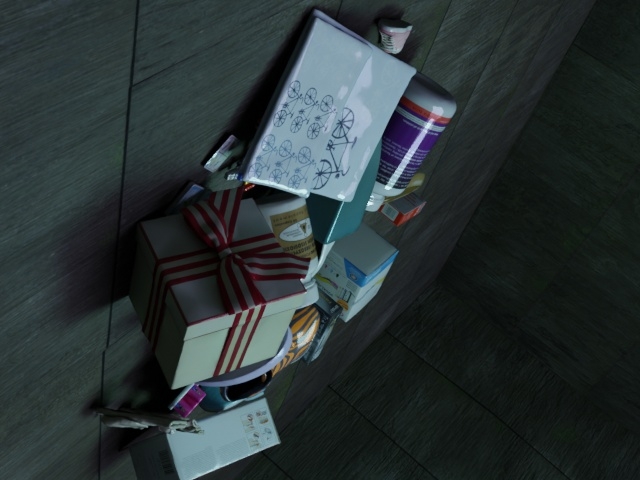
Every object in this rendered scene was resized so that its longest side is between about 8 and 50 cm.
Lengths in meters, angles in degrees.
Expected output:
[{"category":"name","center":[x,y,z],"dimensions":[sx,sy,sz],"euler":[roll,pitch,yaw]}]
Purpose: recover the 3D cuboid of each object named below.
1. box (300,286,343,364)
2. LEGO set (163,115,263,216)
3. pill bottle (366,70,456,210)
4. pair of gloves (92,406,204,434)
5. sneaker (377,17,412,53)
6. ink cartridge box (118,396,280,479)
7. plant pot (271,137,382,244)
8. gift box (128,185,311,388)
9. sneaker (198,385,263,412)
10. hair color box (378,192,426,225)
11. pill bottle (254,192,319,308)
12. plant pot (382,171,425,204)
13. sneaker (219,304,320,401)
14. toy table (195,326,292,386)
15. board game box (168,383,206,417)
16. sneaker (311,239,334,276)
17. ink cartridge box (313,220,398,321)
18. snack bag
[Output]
[{"category":"box","center":[-0.053,0.219,2.311],"dimensions":[0.056,0.183,0.231],"euler":[-34,156,-45]},{"category":"LEGO set","center":[-0.160,-0.113,1.499],"dimensions":[0.244,0.060,0.182],"euler":[-49,165,3]},{"category":"pill bottle","center":[0.164,-0.232,1.906],"dimensions":[0.322,0.181,0.181],"euler":[-58,163,24]},{"category":"pair of gloves","center":[-0.379,0.404,1.808],"dimensions":[0.240,0.204,0.042],"euler":[52,46,-74]},{"category":"sneaker","center":[0.146,-0.418,1.678],"dimensions":[0.134,0.051,0.070],"euler":[-30,149,-62]},{"category":"ink cartridge box","center":[-0.311,0.525,2.074],"dimensions":[0.310,0.130,0.272],"euler":[-12,169,-43]},{"category":"plant pot","center":[0.028,-0.145,1.775],"dimensions":[0.166,0.166,0.234],"euler":[-23,142,-59]},{"category":"gift box","center":[-0.178,0.072,1.455],"dimensions":[0.276,0.255,0.258],"euler":[-20,151,-30]},{"category":"sneaker","center":[-0.240,0.429,2.369],"dimensions":[0.319,0.127,0.208],"euler":[-37,157,-40]},{"category":"hair color box","center":[0.258,-0.112,2.601],"dimensions":[0.167,0.093,0.053],"euler":[-29,154,-53]},{"category":"pill bottle","center":[-0.075,0.023,1.699],"dimensions":[0.131,0.131,0.229],"euler":[-29,111,-54]},{"category":"plant pot","center":[0.181,-0.129,2.243],"dimensions":[0.236,0.032,0.236],"euler":[-19,175,-2]},{"category":"sneaker","center":[-0.117,0.284,1.994],"dimensions":[0.321,0.125,0.180],"euler":[-48,-178,-4]},{"category":"toy table","center":[-0.215,0.198,1.722],"dimensions":[0.274,0.252,0.161],"euler":[-22,142,7]},{"category":"board game box","center":[-0.218,0.266,1.995],"dimensions":[0.390,0.050,0.390],"euler":[-47,-179,-13]},{"category":"sneaker","center":[0.000,0.000,2.106],"dimensions":[0.290,0.106,0.123],"euler":[-57,161,16]},{"category":"ink cartridge box","center":[0.090,0.089,2.438],"dimensions":[0.168,0.171,0.232],"euler":[-38,159,-38]},{"category":"snack bag","center":[0.026,-0.226,1.533],"dimensions":[0.343,0.037,0.323],"euler":[14,105,-52]}]
